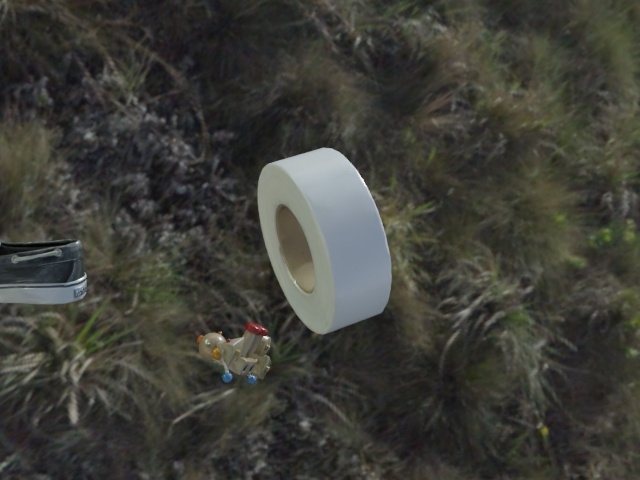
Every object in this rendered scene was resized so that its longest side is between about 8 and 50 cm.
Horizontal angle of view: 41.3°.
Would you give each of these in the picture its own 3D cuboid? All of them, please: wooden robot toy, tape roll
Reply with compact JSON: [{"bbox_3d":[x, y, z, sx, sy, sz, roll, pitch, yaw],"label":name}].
[{"bbox_3d":[-0.115,0.133,1.077,0.079,0.173,0.076,22,85,16],"label":"wooden robot toy"},{"bbox_3d":[0.000,0.000,1.347,0.100,0.286,0.286,-19,79,-20],"label":"tape roll"}]

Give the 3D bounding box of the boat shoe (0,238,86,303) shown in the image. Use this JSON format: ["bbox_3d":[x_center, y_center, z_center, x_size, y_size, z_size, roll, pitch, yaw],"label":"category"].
[{"bbox_3d":[-0.356,0.025,0.889,0.219,0.078,0.070,-1,107,-4],"label":"boat shoe"}]
